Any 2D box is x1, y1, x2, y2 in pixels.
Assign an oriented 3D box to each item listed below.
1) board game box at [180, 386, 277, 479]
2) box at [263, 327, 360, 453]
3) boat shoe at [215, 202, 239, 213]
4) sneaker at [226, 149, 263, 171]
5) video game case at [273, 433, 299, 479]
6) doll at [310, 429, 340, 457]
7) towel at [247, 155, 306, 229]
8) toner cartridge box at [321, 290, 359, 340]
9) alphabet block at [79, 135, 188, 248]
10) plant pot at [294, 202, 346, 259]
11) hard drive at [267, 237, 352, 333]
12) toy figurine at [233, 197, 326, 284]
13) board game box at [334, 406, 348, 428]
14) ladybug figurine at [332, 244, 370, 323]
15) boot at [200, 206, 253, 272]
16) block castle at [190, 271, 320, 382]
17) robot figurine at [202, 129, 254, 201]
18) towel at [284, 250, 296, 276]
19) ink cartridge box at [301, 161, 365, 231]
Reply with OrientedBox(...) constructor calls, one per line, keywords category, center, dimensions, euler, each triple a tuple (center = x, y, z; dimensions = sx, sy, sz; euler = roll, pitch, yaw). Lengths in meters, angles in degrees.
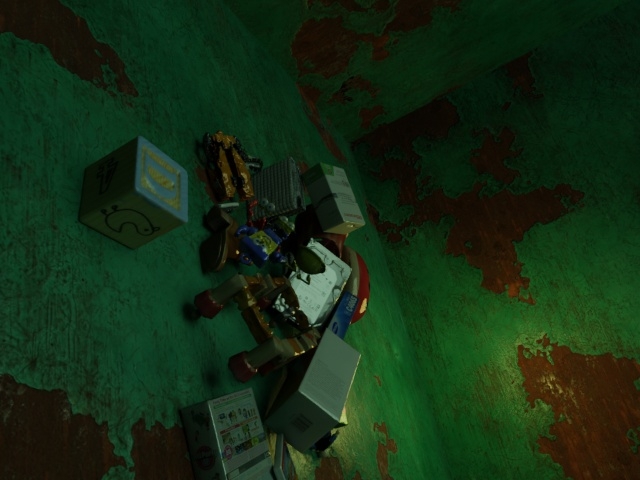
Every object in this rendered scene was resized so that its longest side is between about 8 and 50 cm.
OrientedBox(category="board game box", center=(-0.238, 0.573, 1.325), dimensions=(0.224, 0.097, 0.304), euler=(17, 54, -66))
OrientedBox(category="box", center=(-0.018, 0.502, 1.683), dimensions=(0.168, 0.215, 0.345), euler=(39, 28, -2))
OrientedBox(category="boat shoe", center=(-0.358, -0.122, 1.884), dimensions=(0.142, 0.049, 0.040), euler=(-18, 104, -69))
OrientedBox(category="sneaker", center=(-0.352, -0.343, 2.113), dimensions=(0.208, 0.094, 0.082), euler=(13, 98, -48))
OrientedBox(category="video game case", center=(-0.082, 0.757, 1.473), dimensions=(0.204, 0.025, 0.285), euler=(-117, -171, -84))
OrientedBox(category="doll", center=(0.011, 0.709, 1.788), dimensions=(0.046, 0.129, 0.189), euler=(-154, -122, -63))
OrientedBox(category="towel", center=(-0.188, -0.199, 2.123), dimensions=(0.121, 0.235, 0.284), euler=(51, 24, -50))
OrientedBox(category="toner cartridge box", center=(0.057, 0.354, 1.993), dimensions=(0.075, 0.165, 0.348), euler=(32, 26, 2))
OrientedBox(category="alphabet block", center=(-0.491, -0.123, 1.312), dimensions=(0.192, 0.197, 0.194), euler=(41, 31, -48))
OrientedBox(category="plant pot", center=(0.000, 0.000, 2.294), dimensions=(0.272, 0.272, 0.265), euler=(57, 19, -25))
OrientedBox(category="hard drive", center=(-0.036, 0.190, 1.976), dimensions=(0.237, 0.064, 0.339), euler=(39, 62, -18))
OrientedBox(category="toy figurine", center=(-0.185, 0.050, 1.681), dimensions=(0.362, 0.191, 0.217), euler=(45, 45, 6))
OrientedBox(category="board game box", center=(0.002, 0.577, 1.978), dimensions=(0.242, 0.064, 0.317), euler=(39, 33, -52))
OrientedBox(category="ladybug figurine", center=(0.134, 0.225, 2.362), dimensions=(0.161, 0.305, 0.449), euler=(15, 46, -15))
OrientedBox(category="boot", center=(-0.320, 0.040, 1.737), dimensions=(0.220, 0.109, 0.283), euler=(52, 17, -44))
OrientedBox(category="block castle", center=(-0.201, 0.279, 1.600), dimensions=(0.303, 0.212, 0.453), euler=(58, 11, 13))
OrientedBox(category="robot figurine", center=(-0.371, -0.296, 1.940), dimensions=(0.211, 0.085, 0.291), euler=(-5, 71, -50))
OrientedBox(category="towel", center=(-0.072, 0.255, 2.195), dimensions=(0.312, 0.056, 0.324), euler=(52, 22, -41))
OrientedBox(category="ink cartridge box", center=(0.058, -0.181, 2.176), dimensions=(0.211, 0.121, 0.289), euler=(5, 61, -58))
